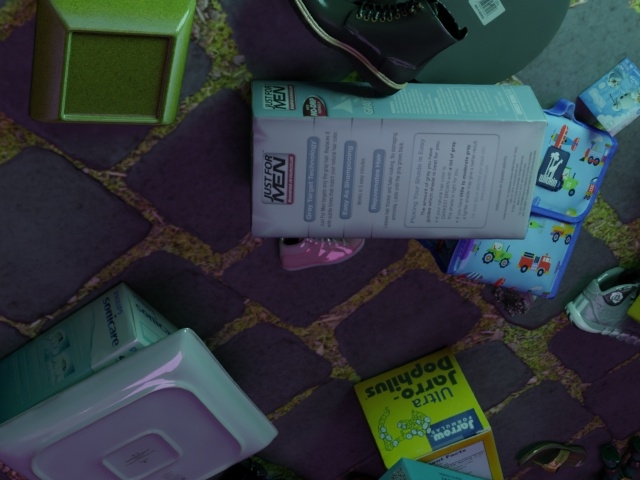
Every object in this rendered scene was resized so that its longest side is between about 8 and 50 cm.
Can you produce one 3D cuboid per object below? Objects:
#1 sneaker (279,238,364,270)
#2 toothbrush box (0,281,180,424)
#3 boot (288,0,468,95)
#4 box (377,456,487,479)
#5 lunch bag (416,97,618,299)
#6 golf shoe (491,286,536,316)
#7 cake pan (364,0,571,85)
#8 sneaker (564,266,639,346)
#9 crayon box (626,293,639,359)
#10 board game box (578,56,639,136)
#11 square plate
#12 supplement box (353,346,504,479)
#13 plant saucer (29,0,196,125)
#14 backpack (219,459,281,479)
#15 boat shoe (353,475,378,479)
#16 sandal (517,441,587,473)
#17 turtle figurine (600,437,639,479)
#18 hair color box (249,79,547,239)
[{"bbox_3d":[0.000,0.000,1.573,0.134,0.051,0.070,-15,140,-3],"label":"sneaker"},{"bbox_3d":[-0.344,0.230,1.595,0.295,0.126,0.216,-32,136,7],"label":"toothbrush box"},{"bbox_3d":[0.069,-0.281,1.276,0.198,0.077,0.137,35,136,-25],"label":"boot"},{"bbox_3d":[0.200,0.442,1.785,0.244,0.060,0.100,24,119,-37],"label":"box"},{"bbox_3d":[0.307,-0.082,1.593,0.220,0.138,0.293,13,113,-30],"label":"lunch bag"},{"bbox_3d":[0.336,0.077,1.740,0.086,0.069,0.176,-39,176,0],"label":"golf shoe"},{"bbox_3d":[0.203,-0.314,1.362,0.293,0.054,0.293,-12,134,-12],"label":"cake pan"},{"bbox_3d":[0.562,0.114,1.892,0.228,0.086,0.132,10,124,-29],"label":"sneaker"},{"bbox_3d":[0.679,0.091,1.857,0.203,0.083,0.323,29,97,-39],"label":"crayon box"},{"bbox_3d":[0.436,-0.209,1.529,0.090,0.090,0.020,-40,135,15],"label":"board game box"},{"bbox_3d":[-0.271,0.307,1.575,0.347,0.049,0.344,-28,138,3],"label":"square plate"},{"bbox_3d":[0.212,0.398,1.933,0.194,0.195,0.357,-22,136,-2],"label":"supplement box"},{"bbox_3d":[-0.252,-0.209,1.278,0.188,0.045,0.188,-1,131,-21],"label":"plant saucer"},{"bbox_3d":[-0.128,0.572,1.959,0.263,0.213,0.276,-28,140,19],"label":"backpack"},{"bbox_3d":[0.128,0.558,2.116,0.096,0.098,0.277,-39,135,14],"label":"boat shoe"},{"bbox_3d":[0.499,0.467,2.218,0.180,0.049,0.072,9,127,-29],"label":"sandal"},{"bbox_3d":[0.669,0.550,2.321,0.175,0.118,0.234,-21,122,-24],"label":"turtle figurine"},{"bbox_3d":[0.093,-0.105,1.396,0.374,0.114,0.185,0,124,-5],"label":"hair color box"}]
